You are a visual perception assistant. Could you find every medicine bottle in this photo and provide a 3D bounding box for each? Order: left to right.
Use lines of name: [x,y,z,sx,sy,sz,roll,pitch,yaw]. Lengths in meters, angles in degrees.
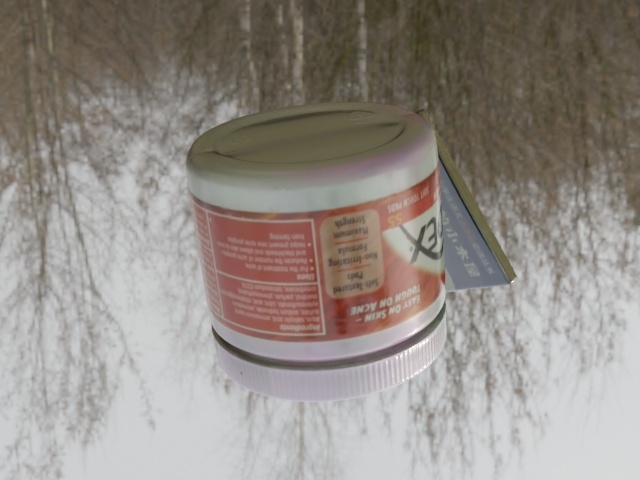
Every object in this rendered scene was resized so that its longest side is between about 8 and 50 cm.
medicine bottle: [0.000,0.000,0.955,0.253,0.240,0.252,-5,-157,2]

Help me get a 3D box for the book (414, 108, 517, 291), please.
book: [0.115,-0.034,1.198,0.018,0.228,0.322,-31,-176,-18]
